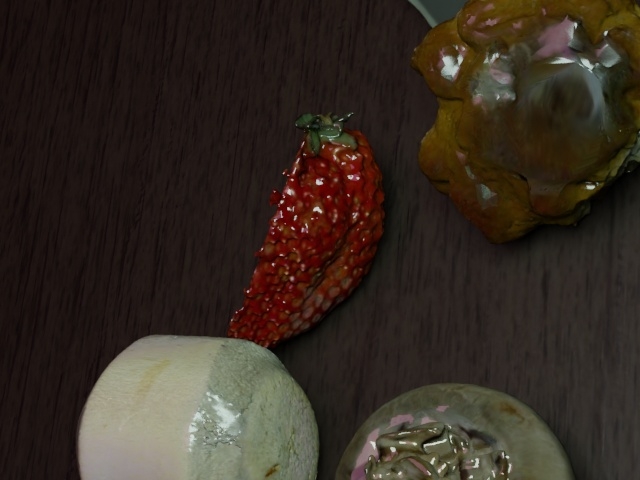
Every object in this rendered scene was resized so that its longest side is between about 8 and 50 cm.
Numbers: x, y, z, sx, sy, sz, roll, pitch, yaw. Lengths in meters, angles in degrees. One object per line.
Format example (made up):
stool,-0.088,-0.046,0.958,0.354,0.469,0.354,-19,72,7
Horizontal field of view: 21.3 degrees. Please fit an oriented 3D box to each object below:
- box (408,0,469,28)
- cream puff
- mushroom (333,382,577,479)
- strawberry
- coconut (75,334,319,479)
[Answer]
box,0.206,-0.386,1.693,0.373,0.090,0.367,-41,52,10
cream puff,0.206,-0.130,1.515,0.269,0.155,0.241,-15,97,20
mushroom,0.106,0.228,1.431,0.226,0.178,0.226,-8,70,21
strawberry,0.002,-0.002,1.641,0.107,0.175,0.236,20,118,8
coconut,-0.127,0.193,1.585,0.234,0.224,0.224,-10,64,26
